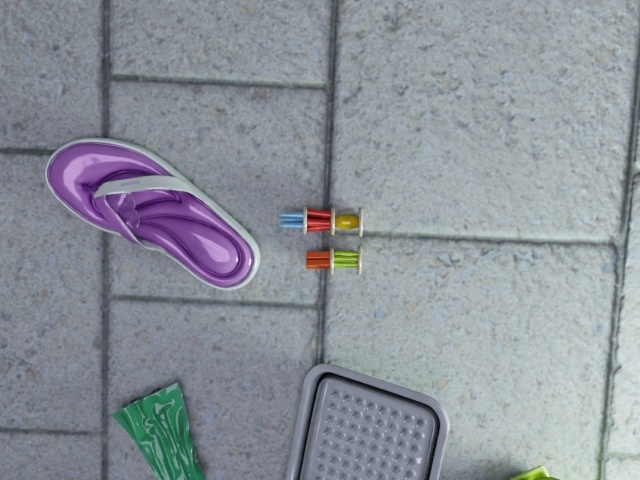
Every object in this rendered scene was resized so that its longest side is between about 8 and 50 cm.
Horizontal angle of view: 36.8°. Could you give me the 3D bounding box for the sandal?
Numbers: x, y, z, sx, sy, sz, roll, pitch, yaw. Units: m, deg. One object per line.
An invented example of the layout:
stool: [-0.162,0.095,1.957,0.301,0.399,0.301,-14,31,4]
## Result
sandal: [-0.290,-0.052,1.681,0.416,0.102,0.169,27,99,-3]

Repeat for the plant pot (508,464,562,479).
plant pot: [0.370,0.546,1.708,0.228,0.207,0.227,-28,98,1]

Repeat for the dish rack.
dish rack: [0.085,0.400,1.728,0.285,0.072,0.333,15,101,25]

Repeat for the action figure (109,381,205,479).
action figure: [-0.277,0.391,1.779,0.137,0.063,0.232,-24,95,4]

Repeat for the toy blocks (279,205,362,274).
toy blocks: [0.000,0.000,1.707,0.148,0.054,0.123,2,100,1]
